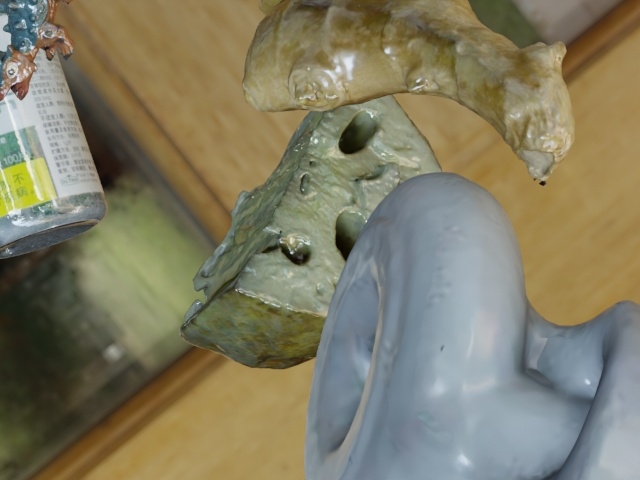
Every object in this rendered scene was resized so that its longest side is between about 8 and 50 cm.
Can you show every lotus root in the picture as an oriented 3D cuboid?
[{"bbox_3d":[0.000,0.000,1.444,0.138,0.235,0.119,35,142,-2],"label":"lotus root"}]

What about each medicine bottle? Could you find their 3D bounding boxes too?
[{"bbox_3d":[-0.313,-0.138,1.898,0.141,0.141,0.293,118,134,-81],"label":"medicine bottle"}]

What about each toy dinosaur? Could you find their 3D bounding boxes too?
[{"bbox_3d":[-0.181,-0.161,1.281,0.055,0.154,0.049,19,171,-27],"label":"toy dinosaur"}]

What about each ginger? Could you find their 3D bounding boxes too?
[{"bbox_3d":[0.042,-0.126,1.282,0.334,0.148,0.081,23,142,45],"label":"ginger"}]

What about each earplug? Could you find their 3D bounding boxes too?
[{"bbox_3d":[0.097,0.096,0.958,0.175,0.214,0.325,2,-159,-39],"label":"earplug"}]
